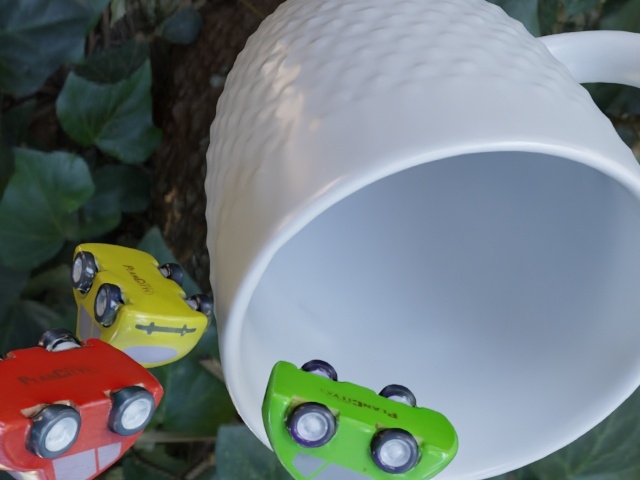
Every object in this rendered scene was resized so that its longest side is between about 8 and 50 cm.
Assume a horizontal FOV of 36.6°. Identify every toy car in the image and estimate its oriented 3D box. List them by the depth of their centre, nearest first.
[{"bbox_3d":[-0.046,0.080,0.467,0.225,0.239,0.053,19,105,-2],"label":"toy car"}]

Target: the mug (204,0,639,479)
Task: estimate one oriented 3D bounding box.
[{"bbox_3d":[0.102,-0.054,0.683,0.374,0.328,0.276,-15,129,1],"label":"mug"}]
